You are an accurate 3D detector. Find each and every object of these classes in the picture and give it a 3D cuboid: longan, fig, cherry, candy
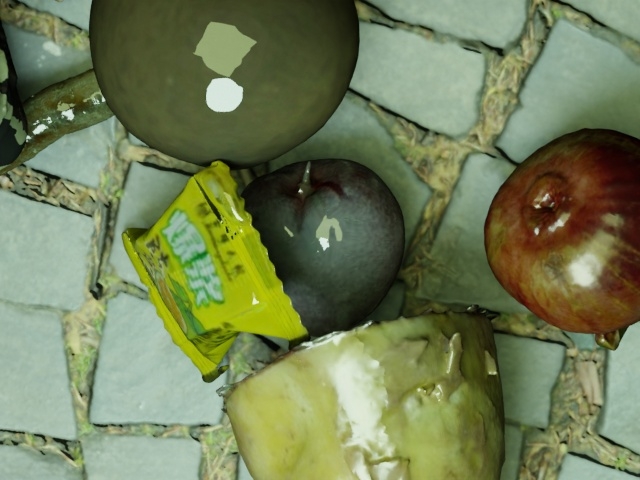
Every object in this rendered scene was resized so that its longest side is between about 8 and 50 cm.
[{"bbox_3d":[-0.089,-0.201,1.408,0.243,0.300,0.300,-7,96,-31],"label":"longan"},{"bbox_3d":[0.255,0.001,1.429,0.205,0.205,0.205,1,96,10],"label":"fig"},{"bbox_3d":[0.004,0.001,1.492,0.176,0.140,0.176,5,121,9],"label":"cherry"},{"bbox_3d":[-0.110,0.042,1.460,0.081,0.297,0.187,-30,89,-28],"label":"candy"}]

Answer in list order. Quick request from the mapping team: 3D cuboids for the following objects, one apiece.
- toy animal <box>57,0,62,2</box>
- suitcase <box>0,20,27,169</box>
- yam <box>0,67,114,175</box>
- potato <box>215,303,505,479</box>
[{"bbox_3d":[-0.275,-0.322,1.491,0.185,0.184,0.104,-35,64,19],"label":"toy animal"},{"bbox_3d":[-0.475,-0.166,1.528,0.351,0.194,0.339,-26,66,11],"label":"suitcase"},{"bbox_3d":[-0.301,-0.110,1.572,0.252,0.061,0.061,-27,91,11],"label":"yam"},{"bbox_3d":[0.068,0.218,1.421,0.300,0.288,0.237,-28,72,33],"label":"potato"}]
